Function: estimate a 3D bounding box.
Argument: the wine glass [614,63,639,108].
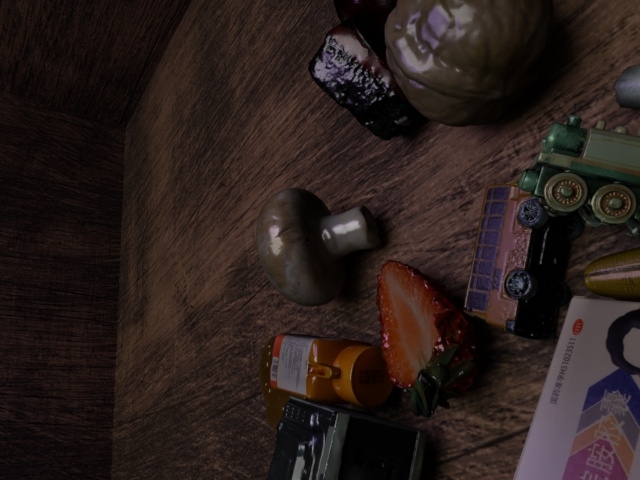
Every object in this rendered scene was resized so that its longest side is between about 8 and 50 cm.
[{"bbox_3d":[0.435,-0.174,0.547,0.198,0.066,0.066,22,98,56],"label":"wine glass"}]

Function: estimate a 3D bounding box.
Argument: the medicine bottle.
[{"bbox_3d":[0.023,0.235,0.916,0.222,0.150,0.111,-8,73,53],"label":"medicine bottle"}]

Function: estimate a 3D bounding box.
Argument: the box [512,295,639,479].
[{"bbox_3d":[0.311,0.226,0.484,0.214,0.069,0.353,0,54,54],"label":"box"}]

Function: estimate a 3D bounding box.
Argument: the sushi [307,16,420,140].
[{"bbox_3d":[0.090,-0.295,0.934,0.225,0.136,0.126,47,124,-3],"label":"sushi"}]

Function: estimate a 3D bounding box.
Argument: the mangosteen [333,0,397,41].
[{"bbox_3d":[0.137,-0.483,0.957,0.231,0.194,0.193,-8,72,30],"label":"mangosteen"}]

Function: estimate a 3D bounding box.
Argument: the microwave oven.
[{"bbox_3d":[0.012,0.416,0.781,0.238,0.181,0.294,-19,54,63],"label":"microwave oven"}]

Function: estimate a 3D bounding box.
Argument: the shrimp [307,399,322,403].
[{"bbox_3d":[0.000,0.430,0.963,0.173,0.058,0.253,-36,62,24],"label":"shrimp"}]

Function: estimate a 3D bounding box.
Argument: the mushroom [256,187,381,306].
[{"bbox_3d":[0.000,0.000,0.983,0.244,0.244,0.243,-21,64,50],"label":"mushroom"}]

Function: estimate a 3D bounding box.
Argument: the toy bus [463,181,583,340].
[{"bbox_3d":[0.269,0.026,0.682,0.114,0.098,0.200,7,85,57],"label":"toy bus"}]

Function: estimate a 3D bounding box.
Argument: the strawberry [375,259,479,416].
[{"bbox_3d":[0.169,0.142,0.775,0.286,0.106,0.188,-100,25,-49],"label":"strawberry"}]

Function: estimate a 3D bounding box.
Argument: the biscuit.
[{"bbox_3d":[-0.072,0.313,1.112,0.181,0.049,0.208,-47,47,36],"label":"biscuit"}]

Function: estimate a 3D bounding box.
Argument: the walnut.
[{"bbox_3d":[0.218,-0.292,0.738,0.248,0.249,0.248,-21,64,50],"label":"walnut"}]

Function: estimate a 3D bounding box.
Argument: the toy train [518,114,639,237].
[{"bbox_3d":[0.335,-0.074,0.569,0.194,0.081,0.125,17,93,14],"label":"toy train"}]

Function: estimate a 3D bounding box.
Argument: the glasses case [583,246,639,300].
[{"bbox_3d":[0.399,0.029,0.518,0.234,0.079,0.064,-16,60,51],"label":"glasses case"}]
